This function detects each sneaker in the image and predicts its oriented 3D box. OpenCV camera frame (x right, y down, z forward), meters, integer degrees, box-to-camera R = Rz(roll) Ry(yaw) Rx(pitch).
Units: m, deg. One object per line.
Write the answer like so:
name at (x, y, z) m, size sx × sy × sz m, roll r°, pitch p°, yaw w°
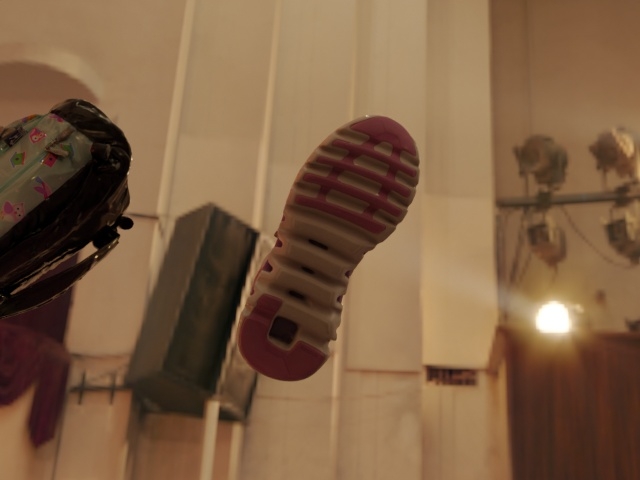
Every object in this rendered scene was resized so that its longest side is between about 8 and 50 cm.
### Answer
sneaker at (0.000, 0.000, 0.974) m, size 0.095 × 0.236 × 0.104 m, roll 27°, pitch 4°, yaw -8°

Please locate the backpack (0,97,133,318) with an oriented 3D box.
backpack at (-0.245, -0.022, 0.928) m, size 0.115 × 0.182 × 0.152 m, roll 39°, pitch -27°, yaw 18°
